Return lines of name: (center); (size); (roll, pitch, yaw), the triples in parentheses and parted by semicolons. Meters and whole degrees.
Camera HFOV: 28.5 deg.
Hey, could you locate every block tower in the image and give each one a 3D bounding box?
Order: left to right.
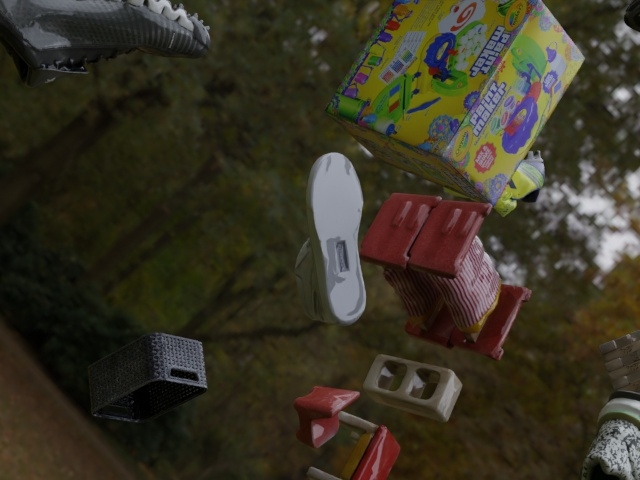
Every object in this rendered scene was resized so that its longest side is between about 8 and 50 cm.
block tower: (0.576, 0.312, 2.158); (0.097, 0.090, 0.336); (43, 27, -58)

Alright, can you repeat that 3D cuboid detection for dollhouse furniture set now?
dollhouse furniture set: (0.110, 0.147, 1.606); (0.152, 0.374, 0.201); (11, -29, 35)

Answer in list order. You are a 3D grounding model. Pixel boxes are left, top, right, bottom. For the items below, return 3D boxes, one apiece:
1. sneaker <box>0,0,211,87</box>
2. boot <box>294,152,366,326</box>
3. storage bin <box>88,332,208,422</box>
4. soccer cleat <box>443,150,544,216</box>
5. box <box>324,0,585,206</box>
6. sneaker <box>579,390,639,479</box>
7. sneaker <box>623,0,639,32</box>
sneaker: (-0.208, -0.173, 1.052); (0.234, 0.106, 0.078); (14, 2, -26)
boot: (0.000, 0.000, 1.910); (0.123, 0.095, 0.258); (-2, -90, 60)
storage bin: (-0.285, 0.227, 2.072); (0.122, 0.180, 0.084); (18, 54, -45)
soccer cleat: (0.324, -0.098, 2.304); (0.093, 0.289, 0.121); (7, -77, 39)
box: (0.214, -0.252, 2.036); (0.279, 0.290, 0.177); (27, -7, 45)
sneaker: (0.448, 0.438, 1.963); (0.158, 0.182, 0.411); (18, -54, 40)
sneaker: (0.504, -0.299, 1.721); (0.188, 0.078, 0.067); (19, -60, 30)
